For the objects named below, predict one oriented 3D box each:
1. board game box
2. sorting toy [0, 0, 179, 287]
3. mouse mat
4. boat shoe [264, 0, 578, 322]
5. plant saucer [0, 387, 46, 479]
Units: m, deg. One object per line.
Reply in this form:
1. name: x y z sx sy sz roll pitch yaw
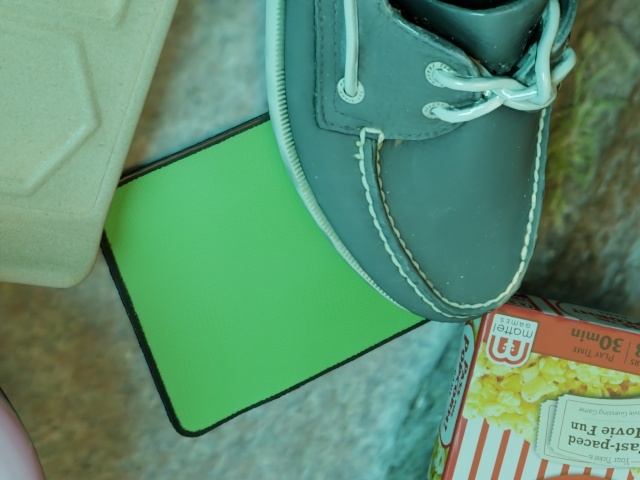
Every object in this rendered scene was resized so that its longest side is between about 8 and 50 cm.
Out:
1. board game box: 0.126 0.131 0.699 0.147 0.045 0.193 12 100 -6
2. sorting toy: -0.143 -0.091 0.491 0.193 0.038 0.208 8 110 -33
3. mouse mat: 0.000 0.000 0.643 0.190 0.007 0.152 -25 128 -13
4. boat shoe: 0.044 -0.086 0.548 0.116 0.099 0.319 -23 124 -17
5. plant saucer: -0.265 0.126 0.498 0.332 0.084 0.332 -20 136 -20
